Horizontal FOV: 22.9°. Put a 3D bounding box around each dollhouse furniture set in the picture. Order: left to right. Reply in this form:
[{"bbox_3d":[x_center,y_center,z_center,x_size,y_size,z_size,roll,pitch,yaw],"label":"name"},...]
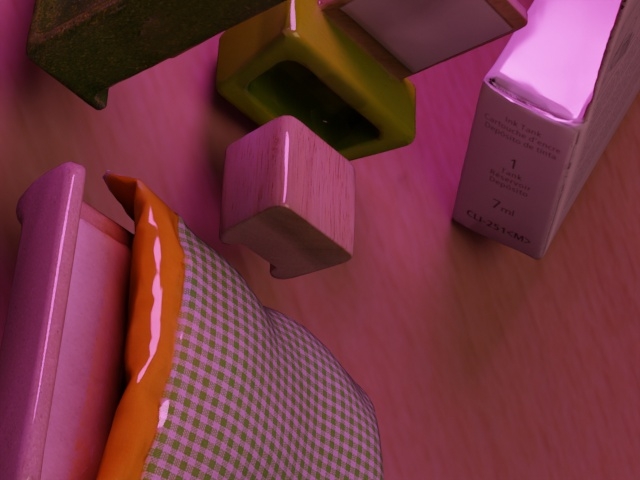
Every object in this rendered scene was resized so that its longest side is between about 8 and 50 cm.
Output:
[{"bbox_3d":[0.000,0.000,0.596,0.197,0.151,0.301,37,43,-40],"label":"dollhouse furniture set"}]

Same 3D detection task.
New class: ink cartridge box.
[{"bbox_3d":[0.163,-0.158,0.787,0.275,0.060,0.239,-56,165,-28],"label":"ink cartridge box"}]
